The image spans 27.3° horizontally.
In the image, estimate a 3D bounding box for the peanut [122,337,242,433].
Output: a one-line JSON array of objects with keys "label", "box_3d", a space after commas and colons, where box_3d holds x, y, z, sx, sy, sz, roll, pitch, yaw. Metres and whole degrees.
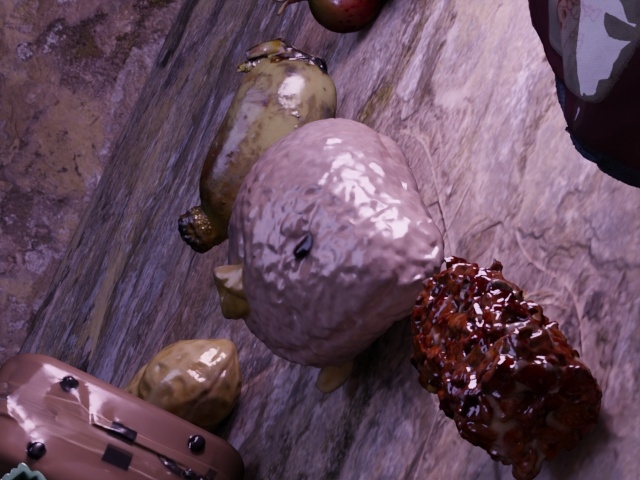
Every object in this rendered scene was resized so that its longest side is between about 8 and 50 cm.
[{"label": "peanut", "box_3d": [-0.198, 0.227, 1.636, 0.305, 0.147, 0.147, -48, 22, 24]}]

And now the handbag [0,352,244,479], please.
[{"label": "handbag", "box_3d": [-0.262, 0.273, 1.484, 0.283, 0.302, 0.149, -50, 18, 52]}]

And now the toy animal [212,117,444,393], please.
[{"label": "toy animal", "box_3d": [-0.001, -0.003, 1.311, 0.226, 0.188, 0.358, -51, 20, 18]}]

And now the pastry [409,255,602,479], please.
[{"label": "pastry", "box_3d": [0.129, 0.086, 0.954, 0.115, 0.097, 0.208, -54, 19, 6]}]

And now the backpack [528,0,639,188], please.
[{"label": "backpack", "box_3d": [0.248, -0.197, 0.873, 0.283, 0.197, 0.317, -58, 13, 21]}]

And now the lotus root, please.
[{"label": "lotus root", "box_3d": [-0.082, -0.115, 1.772, 0.309, 0.173, 0.173, -62, 17, 3]}]

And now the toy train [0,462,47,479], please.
[{"label": "toy train", "box_3d": [-0.264, 0.385, 1.315, 0.138, 0.330, 0.178, -35, -4, -23]}]

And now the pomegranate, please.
[{"label": "pomegranate", "box_3d": [0.016, -0.355, 1.837, 0.129, 0.159, 0.129, -8, 81, 61]}]
